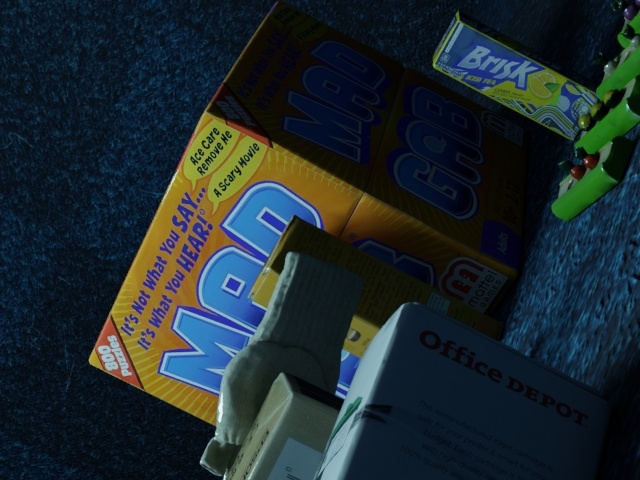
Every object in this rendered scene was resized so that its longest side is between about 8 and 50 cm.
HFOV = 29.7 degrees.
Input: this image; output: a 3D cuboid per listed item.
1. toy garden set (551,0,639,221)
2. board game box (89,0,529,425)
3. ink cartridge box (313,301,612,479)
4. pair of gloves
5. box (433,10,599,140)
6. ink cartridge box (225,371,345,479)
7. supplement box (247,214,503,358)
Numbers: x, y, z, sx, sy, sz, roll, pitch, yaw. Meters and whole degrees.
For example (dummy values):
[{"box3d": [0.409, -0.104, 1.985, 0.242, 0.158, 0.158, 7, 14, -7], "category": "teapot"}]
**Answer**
[{"box3d": [0.279, -0.161, 1.070, 0.244, 0.049, 0.204, -65, 4, -22], "category": "toy garden set"}, {"box3d": [0.000, 0.000, 1.420, 0.356, 0.356, 0.356, -60, 5, 30], "category": "board game box"}, {"box3d": [0.076, 0.172, 0.757, 0.219, 0.160, 0.092, -65, 4, -37], "category": "ink cartridge box"}, {"box3d": [0.032, 0.143, 0.994, 0.204, 0.240, 0.042, -63, 18, -10], "category": "pair of gloves"}, {"box3d": [0.203, -0.172, 1.257, 0.059, 0.169, 0.054, -61, 5, 22], "category": "box"}, {"box3d": [0.005, 0.248, 0.915, 0.235, 0.193, 0.088, -64, 9, 1], "category": "ink cartridge box"}, {"box3d": [0.053, 0.069, 1.168, 0.080, 0.233, 0.078, -66, 5, -32], "category": "supplement box"}]
